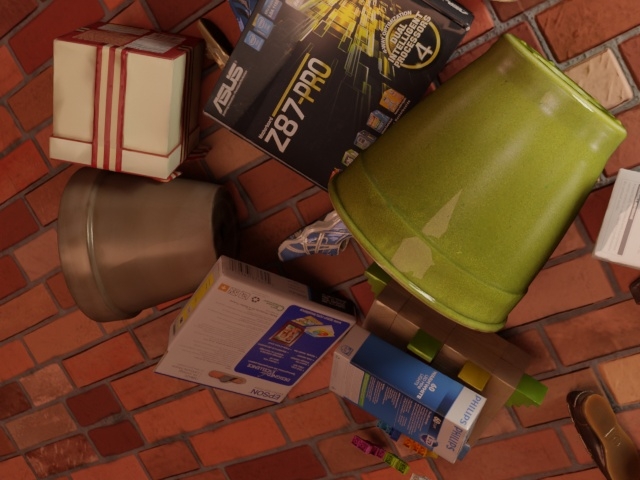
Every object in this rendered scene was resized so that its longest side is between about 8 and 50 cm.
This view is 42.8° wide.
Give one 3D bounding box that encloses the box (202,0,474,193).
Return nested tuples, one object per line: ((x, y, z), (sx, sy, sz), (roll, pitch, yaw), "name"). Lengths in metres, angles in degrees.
((0.021, -0.299, 1.395), (0.318, 0.097, 0.395), (33, 123, -3), "box")

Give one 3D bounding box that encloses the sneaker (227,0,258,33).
((-0.113, -0.411, 1.474), (0.082, 0.069, 0.209), (-14, 104, 20), "sneaker")

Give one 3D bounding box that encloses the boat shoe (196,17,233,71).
((-0.194, -0.357, 1.543), (0.045, 0.050, 0.135), (-35, 92, 28), "boat shoe")

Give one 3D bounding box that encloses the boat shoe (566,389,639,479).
((0.513, 0.361, 1.477), (0.207, 0.073, 0.073), (65, 160, -5), "boat shoe")

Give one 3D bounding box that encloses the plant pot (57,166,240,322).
((-0.319, -0.004, 1.634), (0.280, 0.323, 0.323), (-5, 109, 10), "plant pot")

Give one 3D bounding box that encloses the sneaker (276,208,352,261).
((0.000, 0.000, 1.576), (0.211, 0.080, 0.081), (-29, 92, 35), "sneaker")

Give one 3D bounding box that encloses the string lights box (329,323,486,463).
((0.145, 0.268, 1.424), (0.260, 0.077, 0.133), (28, 144, 18), "string lights box")

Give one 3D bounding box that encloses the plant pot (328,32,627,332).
((0.263, -0.110, 1.260), (0.366, 0.366, 0.353), (42, 112, 6), "plant pot")

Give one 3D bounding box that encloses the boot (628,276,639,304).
((0.577, 0.079, 1.336), (0.106, 0.037, 0.114), (45, 121, 20), "boot")

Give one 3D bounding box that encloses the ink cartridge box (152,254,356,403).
((-0.136, 0.190, 1.640), (0.303, 0.072, 0.307), (21, 129, -28), "ink cartridge box")

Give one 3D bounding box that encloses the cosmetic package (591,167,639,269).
((0.534, -0.012, 1.193), (0.225, 0.224, 0.138), (18, 98, 20), "cosmetic package")

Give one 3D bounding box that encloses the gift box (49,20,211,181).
((-0.345, -0.259, 1.552), (0.255, 0.276, 0.258), (13, 113, 8), "gift box")

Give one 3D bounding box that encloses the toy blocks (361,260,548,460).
((0.202, 0.246, 1.538), (0.381, 0.191, 0.261), (33, 133, 12), "toy blocks")

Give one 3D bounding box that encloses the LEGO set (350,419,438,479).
((0.183, 0.434, 1.661), (0.227, 0.093, 0.087), (24, 86, 47), "LEGO set")
